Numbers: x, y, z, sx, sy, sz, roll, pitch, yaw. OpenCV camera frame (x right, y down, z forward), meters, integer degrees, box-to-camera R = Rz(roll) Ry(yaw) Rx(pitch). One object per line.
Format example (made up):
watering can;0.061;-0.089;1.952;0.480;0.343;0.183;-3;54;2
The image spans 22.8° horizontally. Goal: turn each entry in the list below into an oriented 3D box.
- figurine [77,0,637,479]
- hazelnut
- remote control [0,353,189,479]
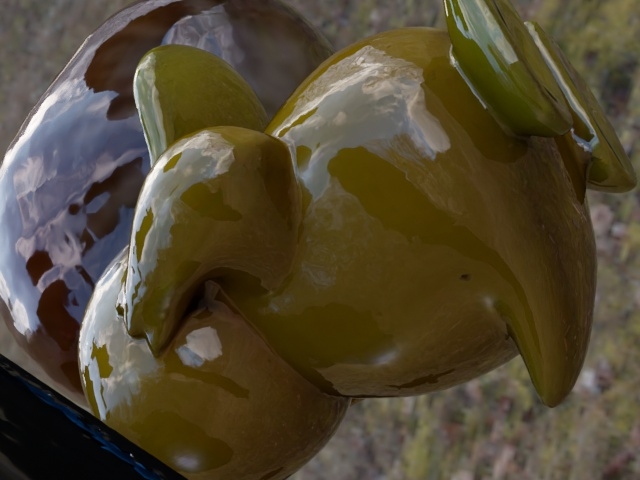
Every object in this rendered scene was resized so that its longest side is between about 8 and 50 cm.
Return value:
figurine;0.008;0.002;0.654;0.228;0.215;0.215;-9;61;26
hazelnut;-0.088;-0.013;1.204;0.372;0.315;0.372;47;146;47
remote control;-0.013;0.099;0.360;0.062;0.398;0.144;-59;-4;2
